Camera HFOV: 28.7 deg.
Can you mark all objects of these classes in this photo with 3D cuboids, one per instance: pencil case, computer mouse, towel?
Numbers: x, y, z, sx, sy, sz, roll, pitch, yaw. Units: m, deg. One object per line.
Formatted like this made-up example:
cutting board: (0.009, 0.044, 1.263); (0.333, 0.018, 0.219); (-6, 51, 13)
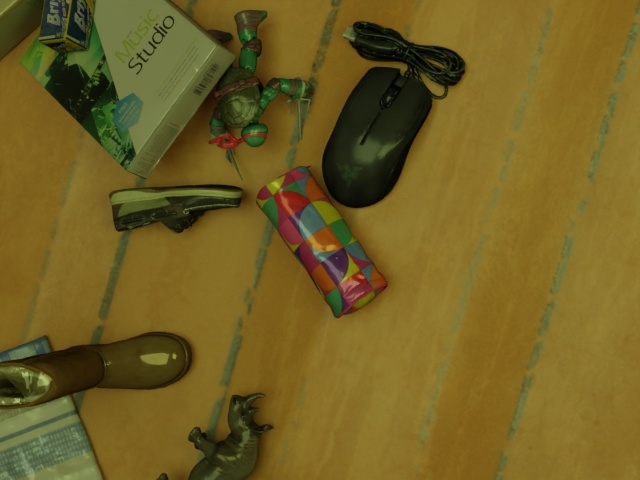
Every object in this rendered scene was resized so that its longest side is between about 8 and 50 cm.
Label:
pencil case: (0.000, 0.000, 1.844); (0.104, 0.104, 0.236); (-36, 79, 12)
computer mouse: (0.079, -0.179, 1.838); (0.189, 0.072, 0.272); (23, 94, 14)
towel: (-0.473, 0.311, 1.945); (0.209, 0.034, 0.285); (-20, 81, -20)

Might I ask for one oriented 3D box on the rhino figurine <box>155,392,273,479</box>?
rhino figurine: (-0.152, 0.329, 1.887); (0.106, 0.073, 0.243); (37, 97, 18)

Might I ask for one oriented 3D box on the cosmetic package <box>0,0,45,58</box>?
cosmetic package: (-0.567, -0.370, 2.006); (0.309, 0.113, 0.160); (-39, 79, 10)

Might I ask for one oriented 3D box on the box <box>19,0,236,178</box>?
box: (-0.302, -0.277, 1.908); (0.322, 0.058, 0.232); (43, 100, 33)

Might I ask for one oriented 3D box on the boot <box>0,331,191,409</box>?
boot: (-0.344, 0.197, 1.841); (0.236, 0.269, 0.089); (-10, 88, 16)

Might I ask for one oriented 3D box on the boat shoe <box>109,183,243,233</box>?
boat shoe: (-0.220, -0.047, 1.919); (0.224, 0.080, 0.073); (-2, 93, 21)

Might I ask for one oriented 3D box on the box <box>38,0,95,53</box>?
box: (-0.384, -0.376, 1.919); (0.059, 0.054, 0.168); (-1, 76, 31)

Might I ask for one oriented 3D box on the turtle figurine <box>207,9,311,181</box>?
turtle figurine: (-0.107, -0.218, 1.875); (0.175, 0.118, 0.234); (-17, 78, 15)
